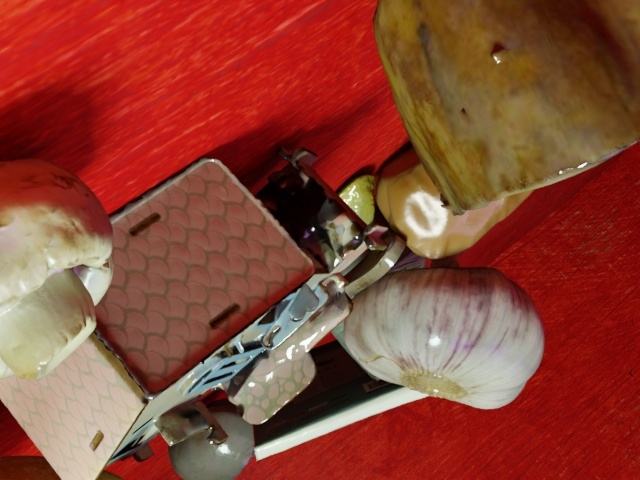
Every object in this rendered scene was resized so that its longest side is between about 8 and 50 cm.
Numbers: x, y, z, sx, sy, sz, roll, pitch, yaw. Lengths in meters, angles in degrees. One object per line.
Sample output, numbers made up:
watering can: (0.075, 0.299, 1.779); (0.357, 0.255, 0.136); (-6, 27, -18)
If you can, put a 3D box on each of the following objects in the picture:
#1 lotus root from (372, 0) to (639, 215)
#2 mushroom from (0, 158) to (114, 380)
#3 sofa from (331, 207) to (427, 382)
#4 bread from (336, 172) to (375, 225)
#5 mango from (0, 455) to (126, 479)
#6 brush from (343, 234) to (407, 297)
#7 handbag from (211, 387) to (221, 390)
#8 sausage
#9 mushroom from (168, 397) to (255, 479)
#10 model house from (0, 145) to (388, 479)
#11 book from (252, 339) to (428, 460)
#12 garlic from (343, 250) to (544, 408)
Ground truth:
lotus root: (0.178, -0.156, 0.725); (0.316, 0.250, 0.316); (-32, 175, -3)
mushroom: (-0.175, 0.021, 0.526); (0.148, 0.112, 0.148); (-43, 176, -4)
sofa: (0.126, 0.050, 1.374); (0.210, 0.176, 0.225); (-26, 161, -48)
bread: (0.000, 0.000, 1.099); (0.187, 0.065, 0.149); (-41, 163, 7)
mango: (-0.315, 0.304, 0.824); (0.384, 0.199, 0.221); (-21, -163, -1)
brush: (0.007, 0.059, 1.221); (0.070, 0.065, 0.327); (-53, -173, -33)
handbag: (-0.126, 0.147, 1.246); (0.139, 0.072, 0.115); (-2, 143, -51)
sausage: (0.177, -0.086, 1.143); (0.241, 0.136, 0.120); (-43, -161, -3)
mushroom: (-0.180, 0.325, 1.552); (0.117, 0.141, 0.188); (20, 140, -35)
model house: (-0.107, 0.069, 0.773); (0.326, 0.169, 0.244); (-42, 166, 10)
book: (0.012, 0.220, 1.491); (0.264, 0.031, 0.379); (-20, -171, -2)
garlic: (0.164, 0.077, 1.211); (0.245, 0.245, 0.253); (118, -11, -59)
